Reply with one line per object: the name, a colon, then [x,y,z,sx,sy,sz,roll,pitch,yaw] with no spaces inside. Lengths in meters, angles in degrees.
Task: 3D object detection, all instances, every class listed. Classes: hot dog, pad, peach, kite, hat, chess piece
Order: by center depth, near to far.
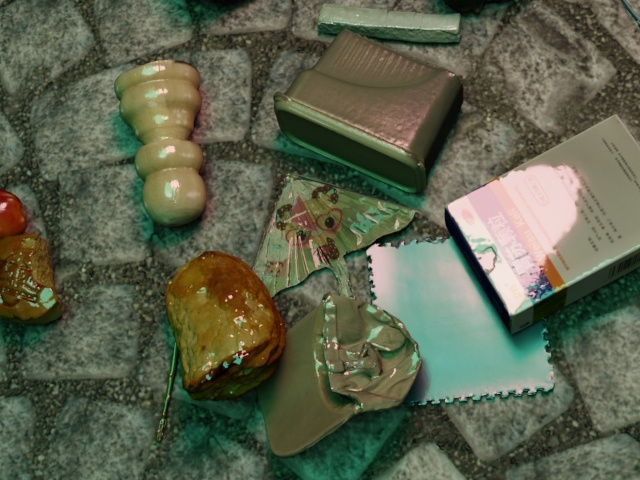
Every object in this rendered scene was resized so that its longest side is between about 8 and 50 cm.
hat: [0.026,0.213,1.749,0.244,0.149,0.214,-49,41,36]
pad: [0.209,0.116,1.781,0.270,0.012,0.269,-6,71,10]
hot dog: [-0.148,0.135,1.787,0.175,0.114,0.259,-31,43,11]
kite: [0.000,0.000,1.857,0.323,0.013,0.267,-30,66,5]
chess piece: [-0.248,-0.151,1.902,0.143,0.143,0.261,-13,74,7]
peach: [-0.541,-0.037,1.940,0.101,0.101,0.100,-3,72,10]

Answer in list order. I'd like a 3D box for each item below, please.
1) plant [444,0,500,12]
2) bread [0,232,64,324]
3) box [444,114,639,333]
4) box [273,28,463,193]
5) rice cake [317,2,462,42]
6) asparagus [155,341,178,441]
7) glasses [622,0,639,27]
plant: [0.241,-0.501,1.888,0.204,0.178,0.234,-16,75,7]
bread: [-0.487,0.071,1.896,0.125,0.086,0.156,-25,68,4]
box: [0.362,-0.024,1.734,0.299,0.106,0.200,-27,68,-3]
box: [0.080,-0.211,1.858,0.274,0.138,0.178,26,73,15]
rice cake: [0.113,-0.360,1.939,0.245,0.042,0.045,8,63,13]
asparagus: [-0.238,0.234,1.831,0.016,0.013,0.166,16,72,-27]
glasses: [0.555,-0.432,1.849,0.190,0.088,0.220,-30,69,1]
